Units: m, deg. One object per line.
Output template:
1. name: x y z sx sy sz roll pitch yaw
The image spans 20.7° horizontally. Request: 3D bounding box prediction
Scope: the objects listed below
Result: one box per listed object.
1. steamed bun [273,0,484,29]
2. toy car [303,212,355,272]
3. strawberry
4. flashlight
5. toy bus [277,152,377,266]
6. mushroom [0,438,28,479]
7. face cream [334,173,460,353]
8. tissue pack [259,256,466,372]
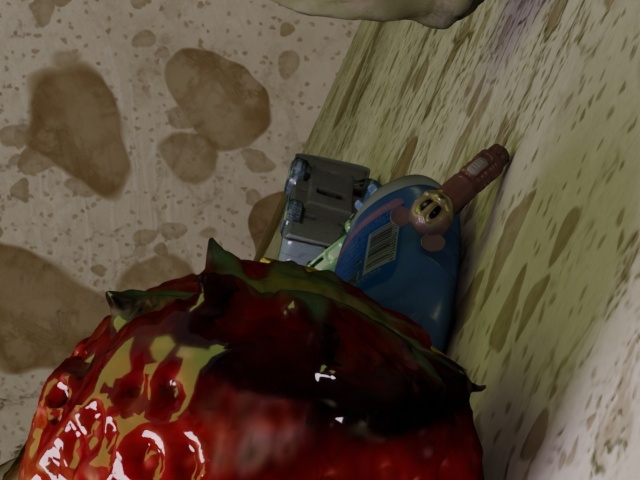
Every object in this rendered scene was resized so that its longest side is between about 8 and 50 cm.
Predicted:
1. steamed bun: 0.115 -0.338 1.608 0.352 0.247 0.339 -52 17 -22
2. toy car: 0.037 0.012 1.639 0.093 0.058 0.186 -40 -4 28
3. strawberry: -0.052 0.160 1.032 0.310 0.291 0.292 -59 7 8
4. flashlight: 0.106 -0.038 1.357 0.110 0.052 0.031 -41 -23 -23
5. toy bus: 0.000 0.000 2.026 0.330 0.109 0.136 -83 7 -71
6. mushroom: -0.184 0.274 1.474 0.362 0.294 0.362 -47 -35 -50
7. face cream: 0.057 0.029 1.431 0.149 0.083 0.264 -47 14 25
8. tissue pack: 0.010 0.092 1.265 0.176 0.062 0.095 34 105 41
